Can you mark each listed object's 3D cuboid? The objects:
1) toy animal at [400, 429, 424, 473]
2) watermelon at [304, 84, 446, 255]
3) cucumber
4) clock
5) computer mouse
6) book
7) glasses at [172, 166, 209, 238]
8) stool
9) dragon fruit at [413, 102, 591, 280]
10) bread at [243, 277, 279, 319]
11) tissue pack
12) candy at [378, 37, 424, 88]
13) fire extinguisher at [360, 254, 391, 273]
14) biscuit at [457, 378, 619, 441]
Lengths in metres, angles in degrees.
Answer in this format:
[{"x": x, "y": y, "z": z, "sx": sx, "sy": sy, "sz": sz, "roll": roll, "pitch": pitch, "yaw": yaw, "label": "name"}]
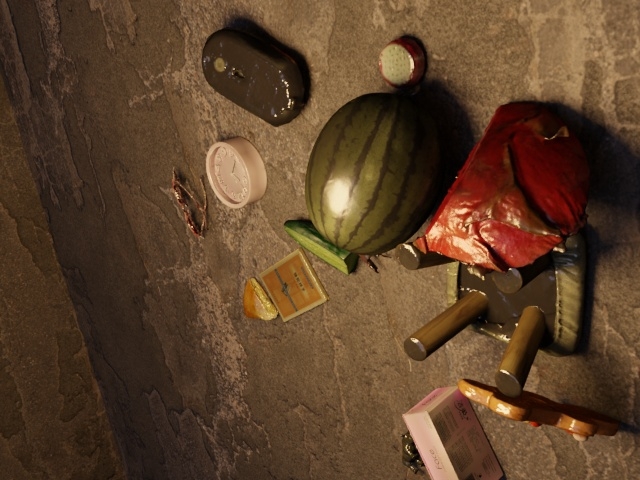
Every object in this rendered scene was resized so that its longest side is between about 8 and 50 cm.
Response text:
[{"x": 0.246, "y": 0.564, "z": 1.755, "sx": 0.065, "sy": 0.047, "sz": 0.136, "roll": 29, "pitch": 135, "yaw": 45, "label": "toy animal"}, {"x": 0.115, "y": -0.148, "z": 1.330, "sx": 0.278, "sy": 0.278, "sz": 0.360, "roll": 18, "pitch": 90, "yaw": 41, "label": "watermelon"}, {"x": 0.000, "y": 0.000, "z": 1.701, "sx": 0.243, "sy": 0.063, "sz": 0.115, "roll": 31, "pitch": 161, "yaw": 30, "label": "cucumber"}, {"x": -0.243, "y": -0.194, "z": 1.862, "sx": 0.196, "sy": 0.068, "sz": 0.197, "roll": 24, "pitch": 126, "yaw": 37, "label": "clock"}, {"x": -0.162, "y": -0.415, "z": 1.622, "sx": 0.323, "sy": 0.116, "sz": 0.183, "roll": 35, "pitch": 130, "yaw": 20, "label": "computer mouse"}, {"x": -0.083, "y": 0.136, "z": 1.903, "sx": 0.241, "sy": 0.018, "sz": 0.170, "roll": -34, "pitch": 84, "yaw": 50, "label": "book"}, {"x": -0.411, "y": -0.123, "z": 2.091, "sx": 0.162, "sy": 0.095, "sz": 0.256, "roll": -160, "pitch": 50, "yaw": -73, "label": "glasses"}, {"x": 0.336, "y": 0.111, "z": 1.283, "sx": 0.310, "sy": 0.226, "sz": 0.311, "roll": 13, "pitch": 121, "yaw": 41, "label": "stool"}, {"x": 0.328, "y": -0.099, "z": 1.115, "sx": 0.282, "sy": 0.344, "sz": 0.100, "roll": 26, "pitch": 172, "yaw": 40, "label": "dragon fruit"}, {"x": -0.204, "y": 0.183, "z": 2.034, "sx": 0.154, "sy": 0.054, "sz": 0.136, "roll": -3, "pitch": 105, "yaw": 45, "label": "bread"}, {"x": 0.322, "y": 0.494, "z": 1.562, "sx": 0.092, "sy": 0.148, "sz": 0.247, "roll": -27, "pitch": 87, "yaw": 51, "label": "tissue pack"}, {"x": 0.169, "y": -0.369, "z": 1.347, "sx": 0.103, "sy": 0.043, "sz": 0.103, "roll": 24, "pitch": 126, "yaw": 37, "label": "candy"}, {"x": 0.116, "y": -0.037, "z": 1.550, "sx": 0.106, "sy": 0.075, "sz": 0.252, "roll": 34, "pitch": 132, "yaw": 44, "label": "fire extinguisher"}, {"x": 0.439, "y": 0.338, "z": 1.255, "sx": 0.205, "sy": 0.323, "sz": 0.050, "roll": -165, "pitch": 89, "yaw": -68, "label": "biscuit"}]
